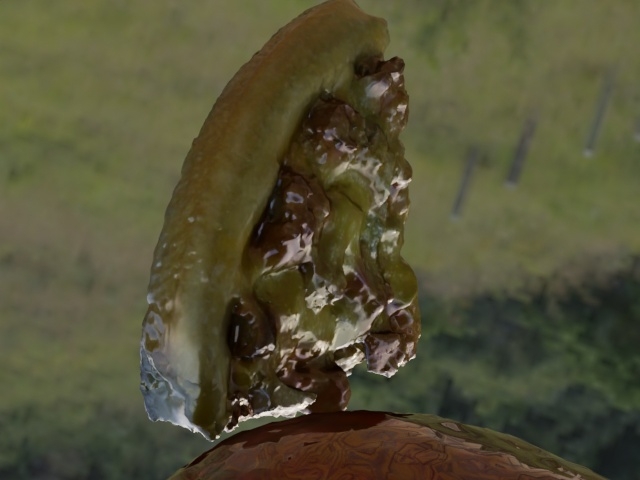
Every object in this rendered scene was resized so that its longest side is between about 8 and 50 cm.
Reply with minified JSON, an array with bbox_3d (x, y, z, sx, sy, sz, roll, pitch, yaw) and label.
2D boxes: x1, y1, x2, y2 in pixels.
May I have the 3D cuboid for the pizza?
[{"bbox_3d":[0.000,0.000,0.673,0.046,0.175,0.134,4,156,32],"label":"pizza"}]

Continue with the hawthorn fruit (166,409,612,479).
[{"bbox_3d":[0.055,0.188,0.516,0.300,0.254,0.254,24,180,25],"label":"hawthorn fruit"}]
